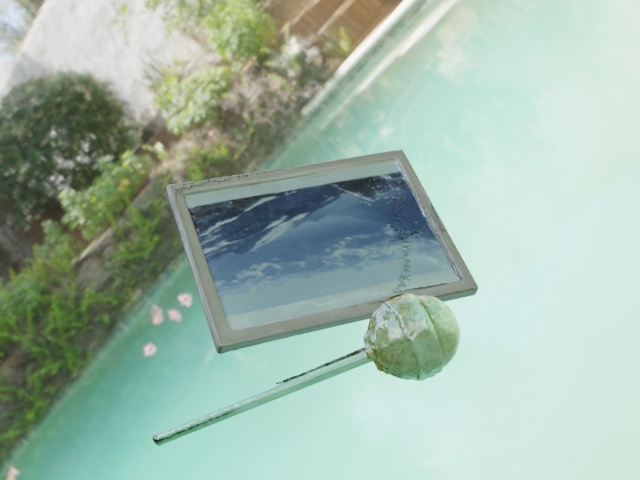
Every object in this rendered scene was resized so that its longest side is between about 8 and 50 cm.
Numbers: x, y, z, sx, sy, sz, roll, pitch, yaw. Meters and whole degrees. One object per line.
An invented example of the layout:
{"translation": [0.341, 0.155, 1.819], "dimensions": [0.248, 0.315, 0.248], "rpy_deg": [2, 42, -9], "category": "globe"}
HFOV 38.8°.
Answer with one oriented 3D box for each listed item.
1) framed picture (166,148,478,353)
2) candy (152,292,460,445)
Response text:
{"translation": [0.000, 0.000, 1.138], "dimensions": [0.335, 0.247, 0.022], "rpy_deg": [-10, -35, -19], "category": "framed picture"}
{"translation": [-0.008, 0.085, 0.565], "dimensions": [0.202, 0.061, 0.061], "rpy_deg": [-21, 6, -6], "category": "candy"}
